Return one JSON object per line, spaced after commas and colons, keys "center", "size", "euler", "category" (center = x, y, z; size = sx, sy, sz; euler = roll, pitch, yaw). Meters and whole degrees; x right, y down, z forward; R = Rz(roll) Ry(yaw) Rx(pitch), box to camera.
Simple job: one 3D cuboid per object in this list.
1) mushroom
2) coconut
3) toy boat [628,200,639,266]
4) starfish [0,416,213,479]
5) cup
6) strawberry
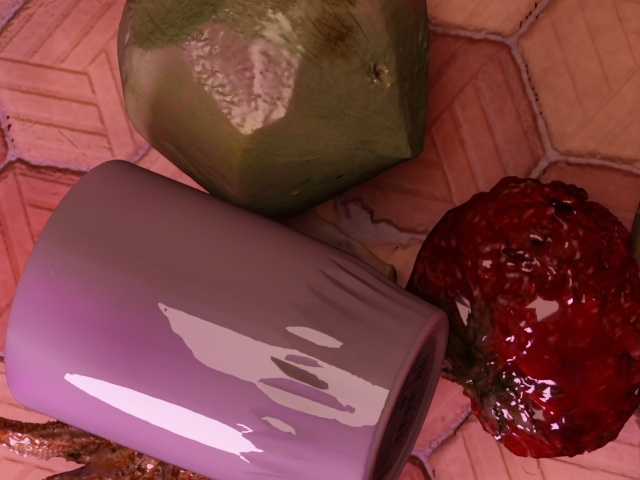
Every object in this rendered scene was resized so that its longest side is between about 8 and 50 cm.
{"center": [-0.003, 0.002, 1.572], "size": [0.202, 0.054, 0.059], "euler": [38, 89, 20], "category": "mushroom"}
{"center": [-0.031, -0.171, 1.479], "size": [0.329, 0.281, 0.328], "euler": [4, 53, -6], "category": "coconut"}
{"center": [0.362, -0.036, 1.476], "size": [0.172, 0.065, 0.066], "euler": [-43, 97, 11], "category": "toy boat"}
{"center": [-0.211, 0.211, 1.486], "size": [0.294, 0.084, 0.301], "euler": [-23, 65, -30], "category": "starfish"}
{"center": [-0.087, 0.092, 1.378], "size": [0.372, 0.253, 0.253], "euler": [19, 90, 16], "category": "cup"}
{"center": [0.218, 0.059, 1.432], "size": [0.220, 0.274, 0.274], "euler": [-34, 75, -29], "category": "strawberry"}
